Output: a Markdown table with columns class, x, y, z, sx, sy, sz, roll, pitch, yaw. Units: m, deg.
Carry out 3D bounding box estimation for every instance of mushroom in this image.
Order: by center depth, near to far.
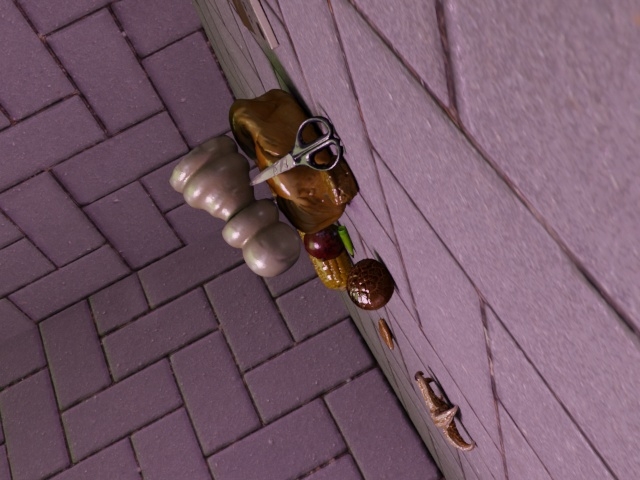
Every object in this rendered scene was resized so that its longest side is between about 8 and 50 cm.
| class | x | y | z | sx | sy | sz | roll | pitch | yaw |
| --- | --- | --- | --- | --- | --- | --- | --- | --- | --- |
| mushroom | 0.115 | 0.101 | 1.782 | 0.126 | 0.109 | 0.085 | 40 | 160 | 33 |

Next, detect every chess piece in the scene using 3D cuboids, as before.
| class | x | y | z | sx | sy | sz | roll | pitch | yaw |
| --- | --- | --- | --- | --- | --- | --- | --- | --- | --- |
| chess piece | -0.176 | -0.061 | 1.733 | 0.330 | 0.182 | 0.182 | 51 | 175 | 8 |

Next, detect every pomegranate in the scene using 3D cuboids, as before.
| class | x | y | z | sx | sy | sz | roll | pitch | yaw |
| --- | --- | --- | --- | --- | --- | --- | --- | --- | --- |
| pomegranate | 0.013 | -0.017 | 2.272 | 0.129 | 0.130 | 0.159 | -126 | 35 | -66 |

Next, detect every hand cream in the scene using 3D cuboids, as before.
| class | x | y | z | sx | sy | sz | roll | pitch | yaw |
| --- | --- | --- | --- | --- | --- | --- | --- | --- | --- |
| hand cream | 0.076 | 0.003 | 2.191 | 0.122 | 0.023 | 0.036 | 66 | -175 | -47 |

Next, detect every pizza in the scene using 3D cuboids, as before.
| class | x | y | z | sx | sy | sz | roll | pitch | yaw |
| --- | --- | --- | --- | --- | --- | --- | --- | --- | --- |
| pizza | 0.210 | 0.287 | 2.451 | 0.100 | 0.029 | 0.099 | -128 | 18 | -57 |

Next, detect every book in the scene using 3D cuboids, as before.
| class | x | y | z | sx | sy | sz | roll | pitch | yaw |
| --- | --- | --- | --- | --- | --- | --- | --- | --- | --- |
| book | -0.176 | -0.545 | 1.672 | 0.216 | 0.021 | 0.310 | 64 | 176 | -29 |

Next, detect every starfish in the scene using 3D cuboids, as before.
| class | x | y | z | sx | sy | sz | roll | pitch | yaw |
| --- | --- | --- | --- | --- | --- | --- | --- | --- | --- |
| starfish | 0.302 | 0.427 | 1.901 | 0.238 | 0.071 | 0.216 | 53 | 178 | 29 |

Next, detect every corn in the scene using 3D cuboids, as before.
| class | x | y | z | sx | sy | sz | roll | pitch | yaw |
| --- | --- | --- | --- | --- | --- | --- | --- | --- | --- |
| corn | 0.000 | 0.000 | 2.473 | 0.363 | 0.121 | 0.120 | 62 | 176 | -6 |

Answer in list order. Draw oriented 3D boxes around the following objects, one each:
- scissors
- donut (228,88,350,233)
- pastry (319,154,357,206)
| class | x | y | z | sx | sy | sz | roll | pitch | yaw |
| --- | --- | --- | --- | --- | --- | --- | --- | --- | --- |
| scissors | -0.062 | -0.163 | 1.570 | 0.300 | 0.022 | 0.109 | -23 | 94 | 50 |
| donut | -0.076 | -0.187 | 1.795 | 0.360 | 0.170 | 0.360 | 60 | 175 | 9 |
| pastry | 0.036 | -0.122 | 1.570 | 0.109 | 0.057 | 0.097 | 58 | 173 | 36 |
